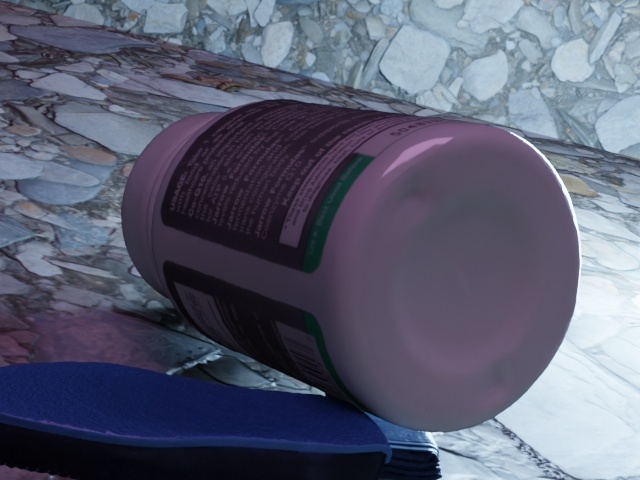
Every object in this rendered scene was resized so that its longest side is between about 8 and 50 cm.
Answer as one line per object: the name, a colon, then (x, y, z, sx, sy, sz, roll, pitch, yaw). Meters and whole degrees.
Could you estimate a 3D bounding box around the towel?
towel: (0.043, 0.136, 0.915, 0.067, 0.029, 0.119, 8, 19, -13)

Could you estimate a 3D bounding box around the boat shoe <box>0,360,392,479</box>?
boat shoe: (-0.084, 0.135, 0.736, 0.258, 0.089, 0.109, 12, 19, -14)

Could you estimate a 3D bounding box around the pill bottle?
pill bottle: (0.000, 0.000, 0.945, 0.204, 0.204, 0.361, 1, 8, -33)
